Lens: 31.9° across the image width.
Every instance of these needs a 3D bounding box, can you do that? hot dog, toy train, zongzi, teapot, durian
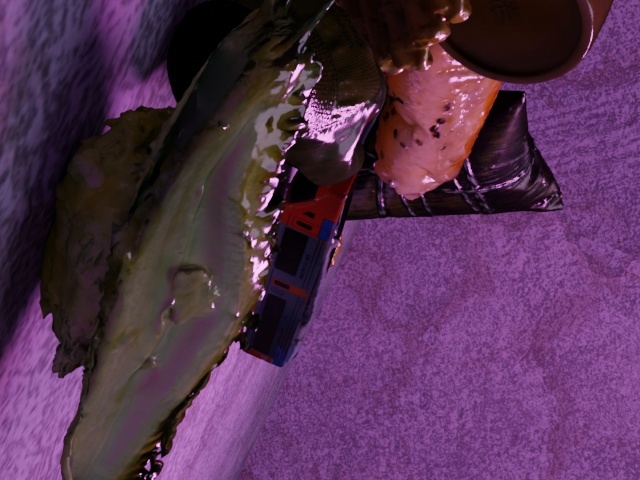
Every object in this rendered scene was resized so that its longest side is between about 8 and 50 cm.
[{"bbox_3d":[0.194,-0.300,1.586,0.365,0.196,0.367,112,0,-64],"label":"hot dog"},{"bbox_3d":[-0.031,0.024,1.395,0.409,0.089,0.086,108,4,-55],"label":"toy train"},{"bbox_3d":[0.232,-0.174,1.900,0.362,0.383,0.319,74,33,-63],"label":"zongzi"},{"bbox_3d":[0.208,-0.290,1.131,0.175,0.185,0.268,-64,143,-35],"label":"teapot"},{"bbox_3d":[-0.072,0.001,0.566,0.107,0.132,0.375,54,-48,45],"label":"durian"}]

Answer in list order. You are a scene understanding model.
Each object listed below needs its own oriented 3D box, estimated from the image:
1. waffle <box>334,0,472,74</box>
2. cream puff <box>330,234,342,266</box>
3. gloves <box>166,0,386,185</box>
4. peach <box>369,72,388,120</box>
[{"bbox_3d":[0.052,-0.208,0.754,0.191,0.038,0.191,13,-75,61],"label":"waffle"},{"bbox_3d":[0.000,0.000,1.779,0.083,0.058,0.083,-39,-129,31],"label":"cream puff"},{"bbox_3d":[-0.017,-0.100,0.713,0.107,0.135,0.268,-23,179,7],"label":"gloves"},{"bbox_3d":[0.053,-0.187,1.406,0.083,0.050,0.077,-54,-162,-8],"label":"peach"}]
